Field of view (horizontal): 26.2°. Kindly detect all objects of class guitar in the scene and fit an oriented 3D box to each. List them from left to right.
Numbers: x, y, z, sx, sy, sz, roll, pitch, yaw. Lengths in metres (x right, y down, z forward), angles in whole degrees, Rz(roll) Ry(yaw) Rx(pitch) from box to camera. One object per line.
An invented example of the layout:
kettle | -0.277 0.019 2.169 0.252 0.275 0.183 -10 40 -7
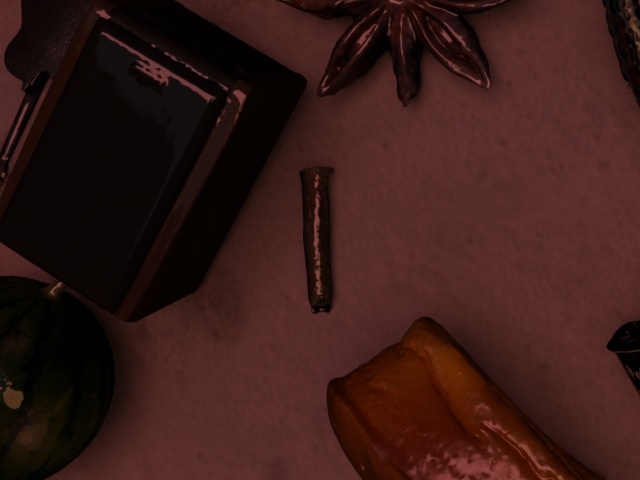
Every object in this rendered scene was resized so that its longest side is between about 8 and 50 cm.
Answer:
guitar | -0.277 -0.148 1.316 0.088 0.025 0.233 27 95 15

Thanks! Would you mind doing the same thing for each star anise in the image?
star anise | 0.083 -0.227 1.178 0.262 0.081 0.230 -46 75 22

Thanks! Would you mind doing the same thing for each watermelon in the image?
watermelon | -0.274 0.114 1.218 0.188 0.188 0.214 28 104 16

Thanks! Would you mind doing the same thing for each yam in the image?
yam | 0.000 0.000 1.223 0.033 0.027 0.129 -5 87 18

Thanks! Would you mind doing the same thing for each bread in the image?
bread | 0.123 0.186 1.093 0.142 0.195 0.269 -45 72 4

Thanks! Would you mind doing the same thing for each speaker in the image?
speaker | -0.146 -0.070 1.170 0.153 0.192 0.230 31 105 8

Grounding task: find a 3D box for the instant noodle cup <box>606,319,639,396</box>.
instant noodle cup | 0.313 0.107 1.069 0.151 0.151 0.122 -20 94 15

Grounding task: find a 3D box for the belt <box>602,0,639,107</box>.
belt | 0.319 -0.194 1.028 0.207 0.160 0.295 -10 100 6
